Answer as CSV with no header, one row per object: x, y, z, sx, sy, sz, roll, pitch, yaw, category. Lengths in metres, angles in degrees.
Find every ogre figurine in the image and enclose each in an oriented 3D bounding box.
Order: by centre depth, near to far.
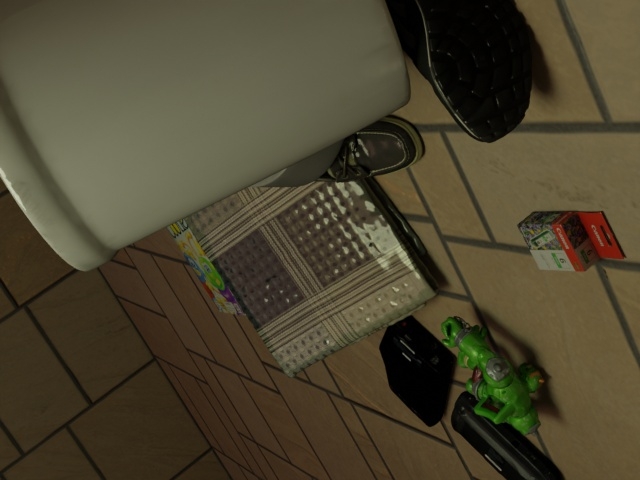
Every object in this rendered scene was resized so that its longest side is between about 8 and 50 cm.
0.239,0.196,1.391,0.118,0.097,0.197,40,146,59,ogre figurine

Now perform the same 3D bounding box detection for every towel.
-0.015,0.015,1.509,0.324,0.056,0.312,-32,92,35,towel

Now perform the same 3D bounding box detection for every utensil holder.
-0.142,-0.195,1.068,0.327,0.385,0.328,155,90,-89,utensil holder

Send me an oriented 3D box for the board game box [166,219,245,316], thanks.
-0.175,-0.020,1.841,0.275,0.144,0.142,60,158,-13,board game box

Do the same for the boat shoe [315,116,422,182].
0.031,-0.108,1.329,0.223,0.073,0.080,1,119,46,boat shoe

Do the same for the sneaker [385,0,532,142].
0.113,-0.229,1.027,0.283,0.107,0.124,63,168,-5,sneaker

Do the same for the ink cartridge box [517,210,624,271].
0.270,0.001,1.118,0.063,0.029,0.115,60,158,-15,ink cartridge box

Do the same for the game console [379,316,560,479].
0.224,0.275,1.611,0.361,0.044,0.213,44,158,25,game console

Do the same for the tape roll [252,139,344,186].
-0.059,-0.177,1.315,0.219,0.072,0.219,2,93,48,tape roll
